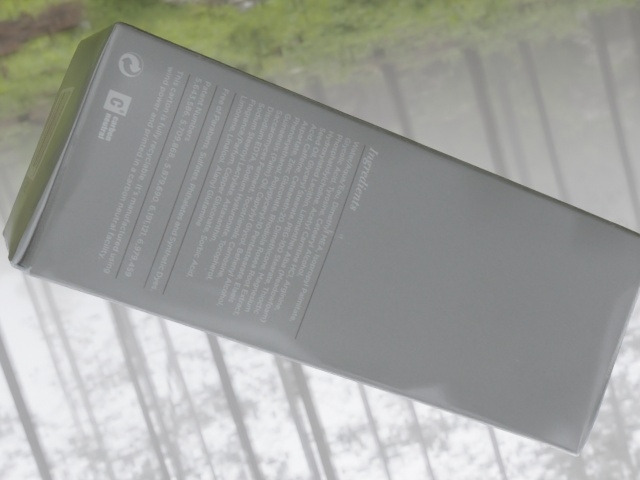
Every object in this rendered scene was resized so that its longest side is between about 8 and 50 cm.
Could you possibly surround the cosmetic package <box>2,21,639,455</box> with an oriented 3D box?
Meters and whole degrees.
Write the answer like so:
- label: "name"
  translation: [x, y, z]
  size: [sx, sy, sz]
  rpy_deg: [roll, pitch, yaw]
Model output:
- label: "cosmetic package"
  translation: [0.000, 0.000, 0.507]
  size: [0.237, 0.107, 0.127]
  rpy_deg: [23, 178, -16]
